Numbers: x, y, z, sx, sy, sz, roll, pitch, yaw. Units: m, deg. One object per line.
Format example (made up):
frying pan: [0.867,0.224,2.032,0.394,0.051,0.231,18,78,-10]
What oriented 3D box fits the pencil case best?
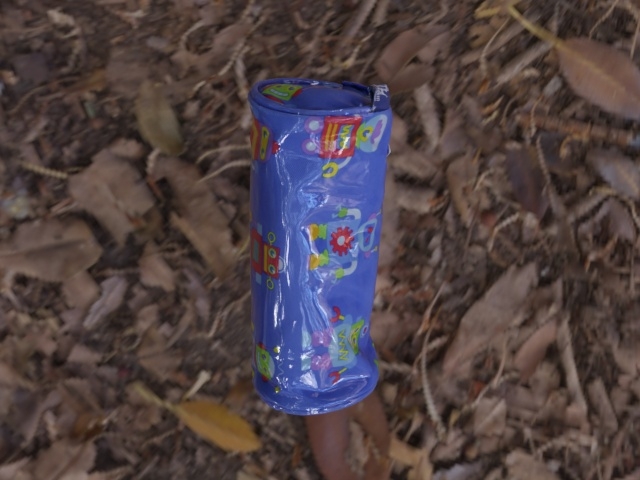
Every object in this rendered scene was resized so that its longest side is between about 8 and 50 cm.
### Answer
pencil case: [0.000,0.000,1.205,0.119,0.133,0.306,30,126,50]
